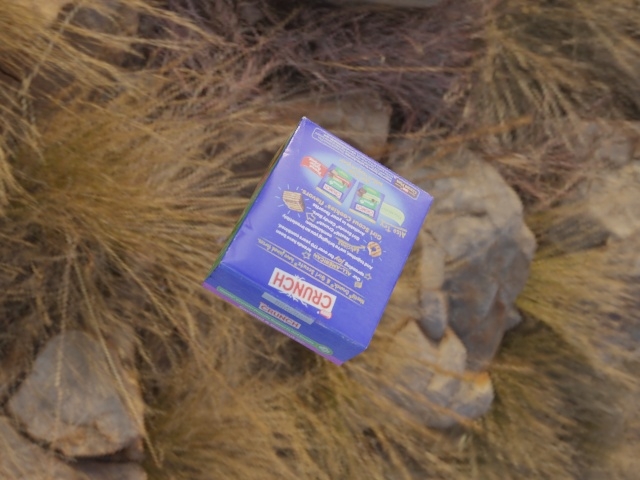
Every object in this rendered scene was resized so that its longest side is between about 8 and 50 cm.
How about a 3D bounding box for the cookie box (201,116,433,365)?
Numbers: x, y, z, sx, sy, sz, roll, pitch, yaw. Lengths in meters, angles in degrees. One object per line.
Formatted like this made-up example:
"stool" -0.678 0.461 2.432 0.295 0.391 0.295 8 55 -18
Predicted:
"cookie box" 0.000 0.000 0.519 0.091 0.040 0.107 31 60 -6
